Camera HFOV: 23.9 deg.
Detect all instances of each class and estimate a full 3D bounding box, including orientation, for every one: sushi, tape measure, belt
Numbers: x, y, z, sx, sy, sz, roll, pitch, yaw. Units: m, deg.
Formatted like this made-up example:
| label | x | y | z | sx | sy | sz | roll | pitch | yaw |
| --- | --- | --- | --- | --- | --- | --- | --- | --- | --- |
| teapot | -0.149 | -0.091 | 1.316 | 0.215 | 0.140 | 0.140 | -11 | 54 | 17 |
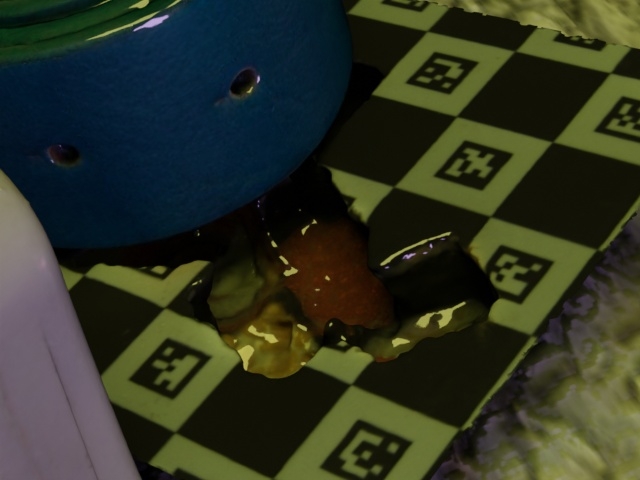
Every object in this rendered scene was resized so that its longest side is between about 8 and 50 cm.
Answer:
| label | x | y | z | sx | sy | sz | roll | pitch | yaw |
| --- | --- | --- | --- | --- | --- | --- | --- | --- | --- |
| sushi | 0.000 | 0.000 | 0.841 | 0.343 | 0.064 | 0.359 | 19 | 54 | 36 |
| tape measure | -0.203 | 0.063 | 0.682 | 0.265 | 0.258 | 0.130 | 22 | 52 | 32 |
| belt | -0.167 | -0.175 | 0.918 | 0.300 | 0.173 | 0.436 | -31 | 41 | -14 |
